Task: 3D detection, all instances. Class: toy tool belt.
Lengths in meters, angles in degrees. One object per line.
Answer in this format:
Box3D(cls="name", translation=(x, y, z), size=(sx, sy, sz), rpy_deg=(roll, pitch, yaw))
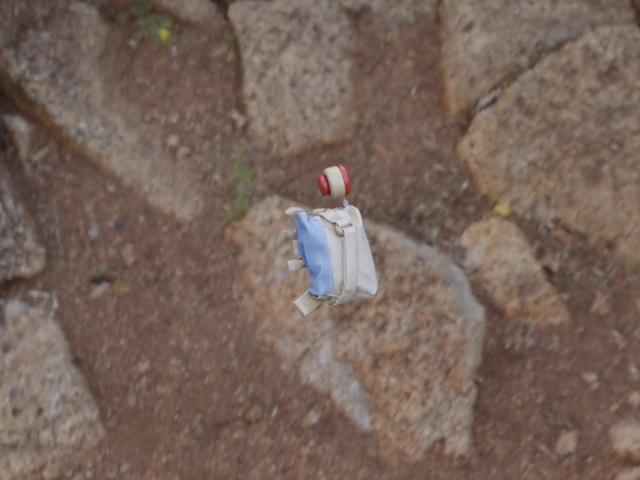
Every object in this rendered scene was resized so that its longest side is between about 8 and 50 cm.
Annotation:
Box3D(cls="toy tool belt", translation=(0.000, 0.000, 0.823), size=(0.051, 0.052, 0.083), rpy_deg=(-14, 87, -10))
